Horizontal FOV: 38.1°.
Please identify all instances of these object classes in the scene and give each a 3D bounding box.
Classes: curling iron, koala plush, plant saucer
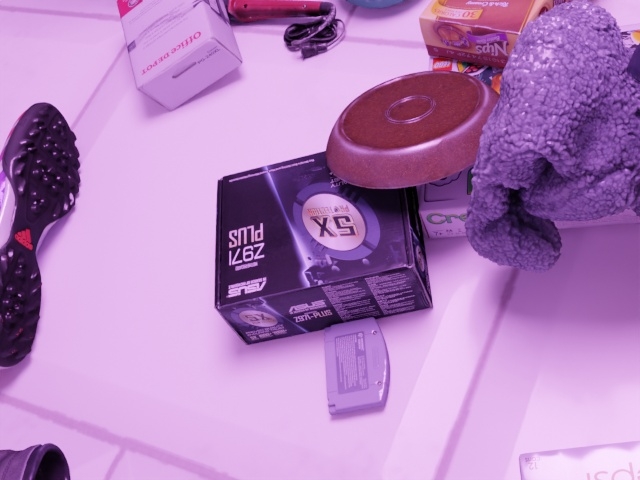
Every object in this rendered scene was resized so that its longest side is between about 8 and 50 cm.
[{"bbox_3d":[-0.095,-0.264,1.091,0.274,0.035,0.068,17,65,30],"label":"curling iron"},{"bbox_3d":[0.239,-0.063,0.677,0.221,0.203,0.196,22,74,16],"label":"koala plush"},{"bbox_3d":[0.081,-0.106,0.817,0.168,0.029,0.168,-14,35,10],"label":"plant saucer"}]

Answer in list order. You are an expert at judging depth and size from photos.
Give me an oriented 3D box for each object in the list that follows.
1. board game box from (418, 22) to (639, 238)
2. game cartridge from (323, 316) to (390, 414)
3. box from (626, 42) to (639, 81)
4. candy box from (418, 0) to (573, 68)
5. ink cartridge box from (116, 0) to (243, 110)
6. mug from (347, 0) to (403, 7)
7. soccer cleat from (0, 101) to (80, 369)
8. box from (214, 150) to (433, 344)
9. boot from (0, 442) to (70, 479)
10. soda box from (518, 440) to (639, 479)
[{"bbox_3d":[0.246,-0.104,0.834,0.305,0.053,0.193,-5,57,19],"label":"board game box"},{"bbox_3d":[0.032,0.107,0.799,0.056,0.017,0.083,-14,53,16],"label":"game cartridge"},{"bbox_3d":[0.493,-0.250,0.466,0.480,0.471,0.297,-14,44,-28],"label":"box"},{"bbox_3d":[0.189,-0.247,0.897,0.109,0.053,0.186,18,61,32],"label":"candy box"},{"bbox_3d":[-0.163,-0.240,1.063,0.109,0.063,0.150,-30,57,18],"label":"ink cartridge box"},{"bbox_3d":[0.074,-0.332,1.031,0.129,0.097,0.158,32,72,35],"label":"mug"},{"bbox_3d":[-0.341,-0.012,0.976,0.116,0.108,0.318,-8,57,21],"label":"soccer cleat"},{"bbox_3d":[0.000,0.000,0.845,0.180,0.077,0.147,-12,54,13],"label":"box"},{"bbox_3d":[-0.348,0.314,0.751,0.223,0.118,0.338,3,63,17],"label":"boot"},{"bbox_3d":[0.251,0.178,0.630,0.216,0.069,0.074,-11,55,16],"label":"soda box"}]
